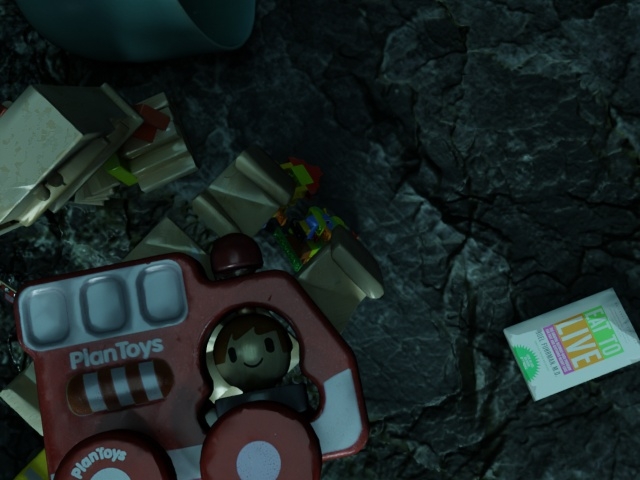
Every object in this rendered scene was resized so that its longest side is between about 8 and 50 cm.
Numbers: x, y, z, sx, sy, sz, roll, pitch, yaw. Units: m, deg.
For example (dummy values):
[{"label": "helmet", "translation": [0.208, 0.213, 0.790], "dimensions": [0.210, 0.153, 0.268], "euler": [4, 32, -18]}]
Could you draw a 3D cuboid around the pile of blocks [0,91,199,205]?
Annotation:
[{"label": "pile of blocks", "translation": [-0.352, -0.131, 1.051], "dimensions": [0.362, 0.112, 0.148], "euler": [1, 81, 7]}]

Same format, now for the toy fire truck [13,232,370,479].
[{"label": "toy fire truck", "translation": [-0.118, 0.128, 0.718], "dimensions": [0.302, 0.169, 0.253], "euler": [-12, 82, 1]}]

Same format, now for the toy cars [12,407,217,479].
[{"label": "toy cars", "translation": [-0.264, 0.318, 0.975], "dimensions": [0.394, 0.087, 0.176], "euler": [-12, 74, 4]}]

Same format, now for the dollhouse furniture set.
[{"label": "dollhouse furniture set", "translation": [-0.192, 0.020, 0.898], "dimensions": [0.362, 0.256, 0.394], "euler": [-44, 98, 8]}]

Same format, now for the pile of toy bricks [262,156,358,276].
[{"label": "pile of toy bricks", "translation": [0.000, 0.000, 1.008], "dimensions": [0.105, 0.118, 0.212], "euler": [-17, 65, -31]}]

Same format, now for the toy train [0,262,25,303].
[{"label": "toy train", "translation": [-0.414, 0.070, 1.069], "dimensions": [0.158, 0.027, 0.036], "euler": [31, 89, 11]}]

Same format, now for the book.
[{"label": "book", "translation": [0.315, 0.129, 0.977], "dimensions": [0.144, 0.035, 0.096], "euler": [-23, 75, 4]}]

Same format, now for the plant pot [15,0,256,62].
[{"label": "plant pot", "translation": [-0.252, -0.359, 0.998], "dimensions": [0.235, 0.293, 0.292], "euler": [-10, 80, 20]}]
